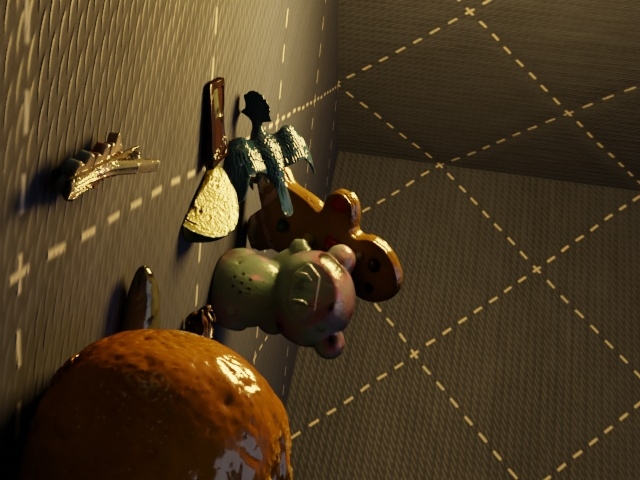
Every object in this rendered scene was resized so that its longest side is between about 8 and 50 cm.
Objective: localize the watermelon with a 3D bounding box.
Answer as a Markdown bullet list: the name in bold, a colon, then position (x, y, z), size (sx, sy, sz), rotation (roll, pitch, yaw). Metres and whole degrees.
- **watermelon**: position (-0.191, -0.051, 1.477), size (0.181, 0.075, 0.092), rotation (-73, 166, -47)

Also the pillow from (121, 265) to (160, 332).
- **pillow**: position (-0.265, 0.156, 1.174), size (0.093, 0.051, 0.241), rotation (12, 85, -79)

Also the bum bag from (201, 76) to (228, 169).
- **bum bag**: position (-0.195, -0.218, 1.482), size (0.109, 0.026, 0.159), rotation (-66, 158, -70)

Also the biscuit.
- **biscuit**: position (-0.001, 0.001, 1.817), size (0.064, 0.432, 0.283), rotation (-26, 142, -46)

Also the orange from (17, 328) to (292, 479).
- **orange**: position (-0.183, 0.274, 0.949), size (0.340, 0.293, 0.341), rotation (8, 90, -82)

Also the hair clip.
- **hair clip**: position (-0.258, -0.089, 0.943), size (0.062, 0.056, 0.214), rotation (-67, 170, 19)

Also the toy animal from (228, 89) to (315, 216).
- **toy animal**: position (-0.117, -0.177, 1.701), size (0.239, 0.255, 0.176), rotation (-27, 166, -35)

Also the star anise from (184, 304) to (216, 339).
- **star anise**: position (-0.222, 0.238, 1.539), size (0.177, 0.073, 0.234), rotation (-88, 167, -66)

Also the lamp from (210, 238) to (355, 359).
- **lamp**: position (-0.077, 0.108, 1.698), size (0.247, 0.301, 0.247), rotation (66, 33, -73)
